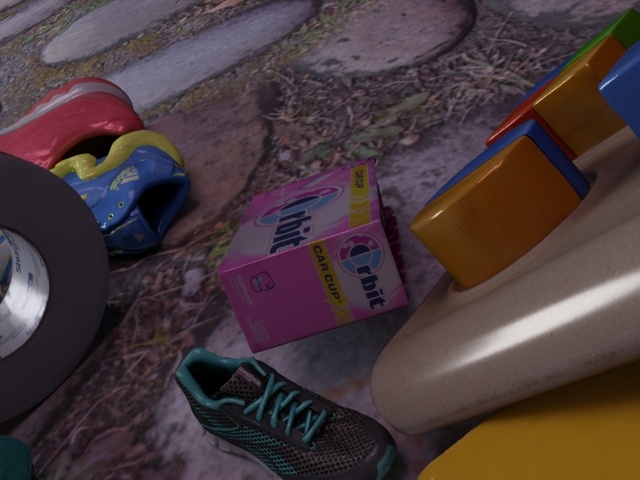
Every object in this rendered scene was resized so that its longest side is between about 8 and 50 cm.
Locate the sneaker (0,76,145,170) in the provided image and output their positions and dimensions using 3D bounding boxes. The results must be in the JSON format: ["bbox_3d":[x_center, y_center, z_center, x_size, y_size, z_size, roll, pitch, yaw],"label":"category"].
[{"bbox_3d":[-0.325,-0.064,0.835,0.314,0.116,0.136,-38,41,-13],"label":"sneaker"}]

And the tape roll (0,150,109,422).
[{"bbox_3d":[-0.280,0.035,0.611,0.072,0.219,0.219,17,56,43],"label":"tape roll"}]

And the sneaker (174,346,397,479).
[{"bbox_3d":[-0.031,0.111,0.495,0.166,0.076,0.065,8,51,36],"label":"sneaker"}]

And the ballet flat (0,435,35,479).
[{"bbox_3d":[-0.228,0.219,0.512,0.070,0.070,0.188,-20,37,10],"label":"ballet flat"}]

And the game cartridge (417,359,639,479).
[{"bbox_3d":[0.179,0.150,0.256,0.285,0.052,0.324,-44,36,19],"label":"game cartridge"}]

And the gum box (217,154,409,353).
[{"bbox_3d":[0.000,0.000,0.571,0.107,0.062,0.188,-19,17,9],"label":"gum box"}]

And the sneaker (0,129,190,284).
[{"bbox_3d":[-0.229,-0.021,0.749,0.240,0.091,0.126,-37,40,-14],"label":"sneaker"}]

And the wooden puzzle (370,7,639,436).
[{"bbox_3d":[0.176,-0.078,0.417,0.322,0.080,0.348,-39,9,51],"label":"wooden puzzle"}]
